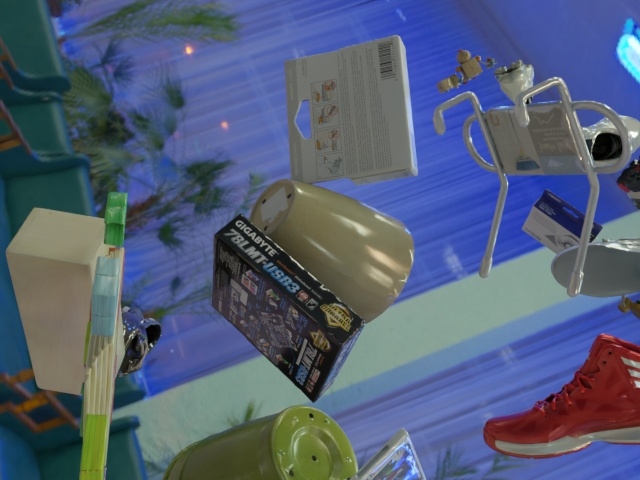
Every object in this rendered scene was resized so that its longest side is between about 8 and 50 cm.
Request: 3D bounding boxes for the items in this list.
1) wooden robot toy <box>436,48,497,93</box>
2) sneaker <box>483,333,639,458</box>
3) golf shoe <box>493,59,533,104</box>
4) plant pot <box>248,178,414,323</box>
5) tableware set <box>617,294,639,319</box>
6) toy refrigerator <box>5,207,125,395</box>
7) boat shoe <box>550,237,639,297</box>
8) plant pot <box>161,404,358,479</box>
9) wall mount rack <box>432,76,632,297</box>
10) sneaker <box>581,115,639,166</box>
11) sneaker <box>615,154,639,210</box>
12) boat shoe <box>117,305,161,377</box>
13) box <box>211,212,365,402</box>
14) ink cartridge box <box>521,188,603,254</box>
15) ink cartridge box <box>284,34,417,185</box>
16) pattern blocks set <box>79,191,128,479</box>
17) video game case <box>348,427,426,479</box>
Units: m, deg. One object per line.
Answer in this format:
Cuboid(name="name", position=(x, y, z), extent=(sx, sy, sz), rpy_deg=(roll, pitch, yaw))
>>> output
Cuboid(name="wooden robot toy", position=(0.357, -0.436, 1.686), extent=(0.079, 0.173, 0.076), rpy_deg=(61, -5, 0))
Cuboid(name="sneaker", position=(0.295, 0.174, 0.789), extent=(0.087, 0.221, 0.128), rpy_deg=(-64, 144, -80))
Cuboid(name="golf shoe", position=(0.373, -0.288, 1.277), extent=(0.176, 0.069, 0.086), rpy_deg=(-24, 94, -61))
Cuboid(name="plant pot", position=(0.000, 0.000, 1.327), extent=(0.274, 0.256, 0.256), rpy_deg=(35, 16, -35))
Cuboid(name="tableware set", position=(0.537, 0.140, 1.056), extent=(0.154, 0.024, 0.104), rpy_deg=(42, -7, 30))
Cuboid(name="toy refrigerator", position=(-0.328, 0.089, 0.896), extent=(0.094, 0.102, 0.270), rpy_deg=(-82, -179, -49))
Cuboid(name="boat shoe", position=(0.742, 0.046, 1.617), extent=(0.156, 0.367, 0.136), rpy_deg=(-35, 116, -73))
Cuboid(name="plant pot", position=(-0.113, 0.545, 1.497), extent=(0.353, 0.366, 0.367), rpy_deg=(-43, -124, 33))
Cuboid(name="wall mount rack", position=(0.311, -0.087, 1.041), extent=(0.350, 0.130, 0.304), rpy_deg=(13, -50, 65))
Cuboid(name="sneaker", position=(0.532, -0.173, 1.237), extent=(0.091, 0.258, 0.094), rpy_deg=(26, -55, 50))
Cuboid(name="sneaker", position=(0.613, -0.107, 1.034), extent=(0.112, 0.121, 0.299), rpy_deg=(49, -24, -10))
Cuboid(name="boat shoe", position=(-0.359, 0.194, 1.300), extent=(0.335, 0.095, 0.112), rpy_deg=(-156, -95, -78))
Cuboid(name="box", position=(-0.075, 0.134, 1.236), extent=(0.293, 0.073, 0.295), rpy_deg=(39, -30, 14))
Cuboid(name="ink cartridge box", position=(0.789, -0.038, 2.219), extent=(0.223, 0.045, 0.224), rpy_deg=(39, -22, 20))
Cuboid(name="ink cartridge box", position=(0.061, -0.265, 1.436), extent=(0.066, 0.261, 0.296), rpy_deg=(28, 56, -68))
Cuboid(name="pattern blocks set", position=(-0.211, 0.117, 0.647), extent=(0.285, 0.026, 0.325), rpy_deg=(-113, -148, -59))
Cuboid(name="video game case", position=(0.126, 0.478, 1.301), extent=(0.022, 0.173, 0.190), rpy_deg=(29, -30, 45))
